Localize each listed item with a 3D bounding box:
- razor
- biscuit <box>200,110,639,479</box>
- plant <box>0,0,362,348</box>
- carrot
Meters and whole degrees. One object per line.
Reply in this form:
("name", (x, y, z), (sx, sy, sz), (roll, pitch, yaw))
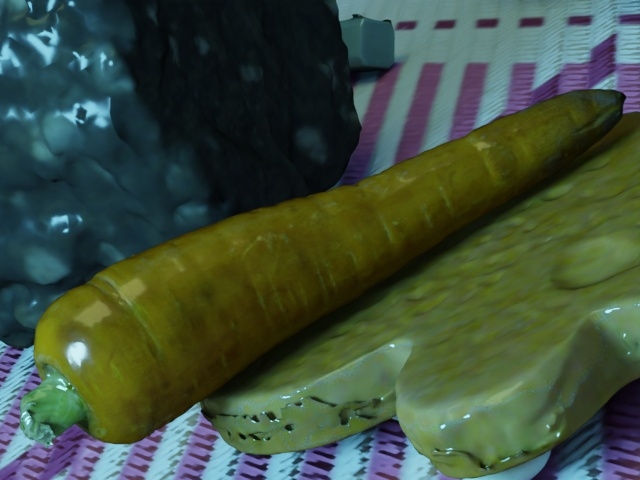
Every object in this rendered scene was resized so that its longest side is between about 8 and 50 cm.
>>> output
("razor", (-0.056, -0.116, 1.163), (0.111, 0.056, 0.278), (4, 3, -40))
("biscuit", (0.103, 0.013, 0.639), (0.339, 0.047, 0.216), (-21, 18, 26))
("plant", (-0.158, -0.067, 0.918), (0.312, 0.215, 0.213), (-16, 25, 34))
("carrot", (0.000, 0.000, 0.675), (0.256, 0.061, 0.061), (-30, 20, -13))
